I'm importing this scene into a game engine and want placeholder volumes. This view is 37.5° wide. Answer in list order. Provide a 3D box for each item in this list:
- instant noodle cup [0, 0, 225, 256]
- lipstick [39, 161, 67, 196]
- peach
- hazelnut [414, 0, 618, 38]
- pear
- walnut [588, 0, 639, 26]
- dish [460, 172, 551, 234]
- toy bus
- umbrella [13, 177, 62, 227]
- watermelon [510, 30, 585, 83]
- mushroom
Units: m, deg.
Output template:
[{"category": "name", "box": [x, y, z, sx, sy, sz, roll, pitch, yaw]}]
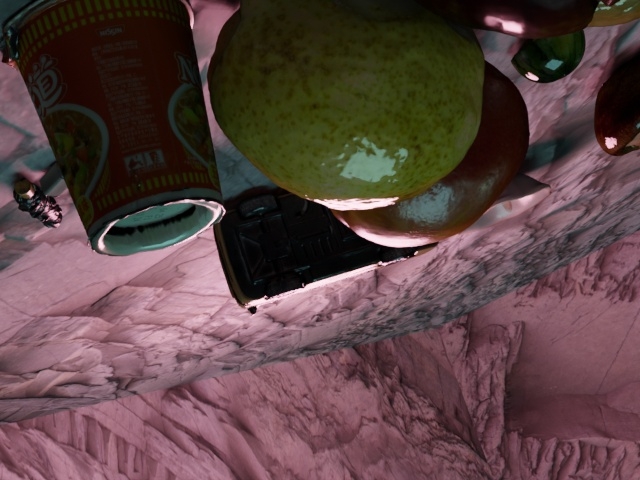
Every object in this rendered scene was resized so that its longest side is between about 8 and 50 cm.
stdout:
[{"category": "instant noodle cup", "box": [-0.183, -0.105, 0.891, 0.193, 0.212, 0.193, -17, 166, -5]}, {"category": "lipstick", "box": [-0.309, -0.093, 1.166, 0.107, 0.025, 0.025, -37, 158, 34]}, {"category": "peach", "box": [0.133, -0.115, 1.215, 0.281, 0.238, 0.281, -16, 131, -19]}, {"category": "hazelnut", "box": [0.160, -0.271, 0.759, 0.234, 0.218, 0.218, 14, 170, 10]}, {"category": "pear", "box": [0.021, -0.152, 0.919, 0.271, 0.271, 0.271, -18, 166, -5]}, {"category": "walnut", "box": [0.278, -0.287, 0.911, 0.206, 0.159, 0.159, -15, 166, -9]}, {"category": "dish", "box": [0.360, -0.090, 1.937, 0.229, 0.081, 0.229, -21, 168, -5]}, {"category": "toy bus", "box": [0.000, 0.000, 1.613, 0.365, 0.177, 0.202, -15, 172, -18]}, {"category": "umbrella", "box": [-0.368, -0.048, 1.228, 0.037, 0.040, 0.144, 22, 167, 5]}, {"category": "watermelon", "box": [0.318, -0.251, 1.298, 0.105, 0.062, 0.105, -20, 171, -3]}, {"category": "mushroom", "box": [0.538, -0.239, 1.523, 0.231, 0.138, 0.194, -35, 148, 16]}]
